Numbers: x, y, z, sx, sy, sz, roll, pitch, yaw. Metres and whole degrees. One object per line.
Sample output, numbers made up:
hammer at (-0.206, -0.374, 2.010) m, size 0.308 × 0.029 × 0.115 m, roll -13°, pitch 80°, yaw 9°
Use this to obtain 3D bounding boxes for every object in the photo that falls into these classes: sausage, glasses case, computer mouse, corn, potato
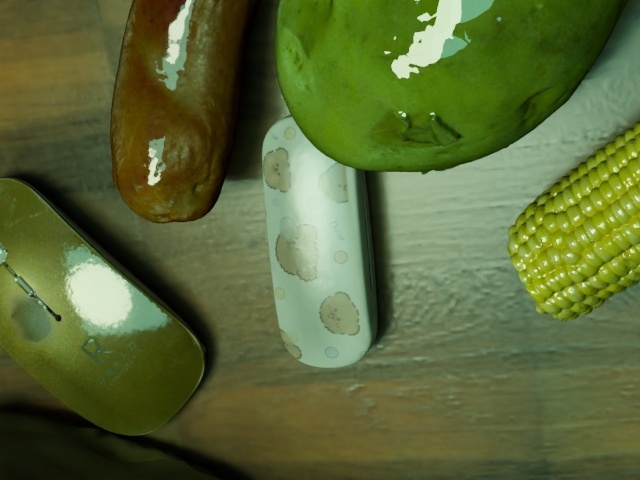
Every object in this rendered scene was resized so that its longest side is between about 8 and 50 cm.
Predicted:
sausage at (-0.064, -0.156, 1.005) m, size 0.076 × 0.103 × 0.302 m, roll 8°, pitch 114°, yaw -31°
glasses case at (0.000, 0.000, 1.053) m, size 0.063 × 0.041 × 0.164 m, roll 0°, pitch 103°, yaw 19°
computer mouse at (-0.166, 0.045, 1.119) m, size 0.199 × 0.045 × 0.102 m, roll 43°, pitch 110°, yaw 3°
corn at (0.217, -0.046, 0.949) m, size 0.248 × 0.081 × 0.081 m, roll -37°, pitch 91°, yaw 23°
potato at (0.075, -0.147, 0.936) m, size 0.253 × 0.148 × 0.186 m, roll -41°, pitch 79°, yaw 28°

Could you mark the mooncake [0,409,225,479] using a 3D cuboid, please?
mooncake at (-0.203, 0.353, 1.097) m, size 0.467 × 0.262 × 0.467 m, roll 6°, pitch 108°, yaw 18°
